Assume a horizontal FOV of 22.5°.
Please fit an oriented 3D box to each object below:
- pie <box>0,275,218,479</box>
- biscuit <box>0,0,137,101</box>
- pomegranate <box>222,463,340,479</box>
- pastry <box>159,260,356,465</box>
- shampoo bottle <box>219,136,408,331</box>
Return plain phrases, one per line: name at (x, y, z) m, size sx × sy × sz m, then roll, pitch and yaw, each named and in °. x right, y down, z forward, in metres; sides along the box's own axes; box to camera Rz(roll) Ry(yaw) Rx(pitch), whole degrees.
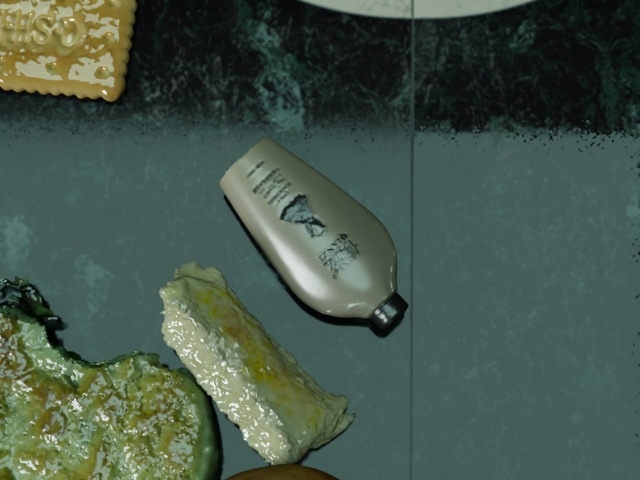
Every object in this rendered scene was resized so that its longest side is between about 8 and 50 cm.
pie at (-0.297, 0.217, 1.785) m, size 0.371 × 0.078 × 0.296 m, roll 24°, pitch 80°, yaw 6°
biscuit at (-0.345, -0.253, 1.891) m, size 0.250 × 0.030 × 0.160 m, roll 8°, pitch 80°, yaw 1°
pomegranate at (-0.056, 0.382, 1.633) m, size 0.319 × 0.319 × 0.319 m, roll 0°, pitch 80°, yaw 0°
pastry at (-0.085, 0.138, 1.776) m, size 0.258 × 0.121 × 0.089 m, roll 44°, pitch 116°, yaw 5°
shampoo bottle at (0.000, 0.000, 1.821) m, size 0.127 × 0.078 × 0.257 m, roll -44°, pitch 84°, yaw -8°
